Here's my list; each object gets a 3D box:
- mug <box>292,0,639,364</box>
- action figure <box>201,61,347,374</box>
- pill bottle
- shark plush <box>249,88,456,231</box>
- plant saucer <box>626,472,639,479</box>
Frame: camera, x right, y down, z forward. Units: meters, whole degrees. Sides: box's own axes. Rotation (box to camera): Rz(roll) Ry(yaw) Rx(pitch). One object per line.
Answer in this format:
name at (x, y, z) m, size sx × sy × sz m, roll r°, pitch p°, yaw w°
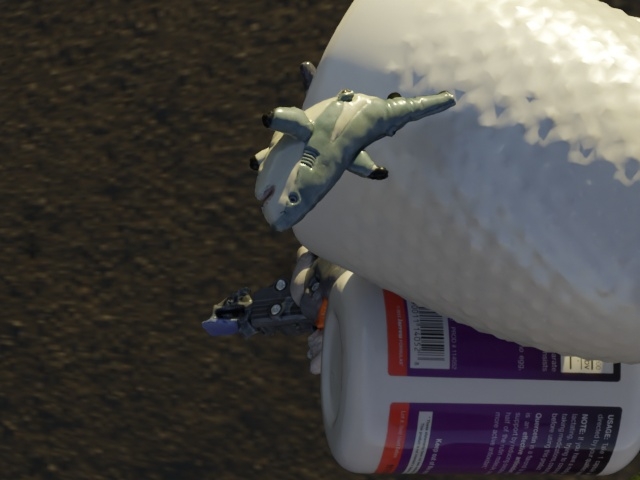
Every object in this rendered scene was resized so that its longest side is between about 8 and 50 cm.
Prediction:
mug at (0.209, -0.075, 1.509) m, size 0.374 × 0.328 × 0.276 m, roll -42°, pitch 149°, yaw -44°
action figure at (0.000, 0.000, 1.980) m, size 0.178 × 0.341 × 0.330 m, roll 40°, pitch 41°, yaw -56°
pill bottle at (0.168, 0.116, 1.668) m, size 0.323 × 0.181 × 0.182 m, roll 2°, pitch 89°, yaw -9°
shark plush at (0.020, -0.062, 1.308) m, size 0.161 × 0.073 × 0.067 m, roll -22°, pitch 70°, yaw -32°
plant saucer at (0.272, 0.298, 1.770) m, size 0.188 × 0.045 × 0.188 m, roll -33°, pitch 145°, yaw 14°
